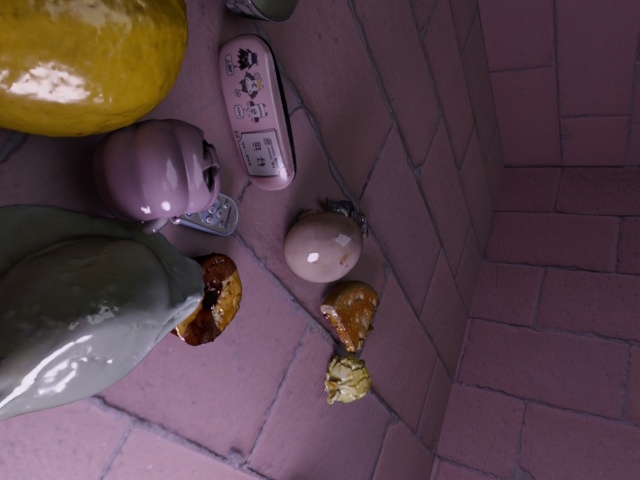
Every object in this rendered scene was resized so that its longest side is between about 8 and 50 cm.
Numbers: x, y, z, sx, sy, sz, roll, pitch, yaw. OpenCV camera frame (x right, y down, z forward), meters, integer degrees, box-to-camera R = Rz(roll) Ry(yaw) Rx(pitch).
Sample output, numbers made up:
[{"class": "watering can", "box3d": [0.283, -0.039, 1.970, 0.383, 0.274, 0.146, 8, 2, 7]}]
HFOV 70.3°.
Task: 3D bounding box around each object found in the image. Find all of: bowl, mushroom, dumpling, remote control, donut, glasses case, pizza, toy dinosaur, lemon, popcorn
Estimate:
[{"class": "bowl", "box3d": [-0.140, -0.530, 0.887, 0.211, 0.112, 0.212, -10, 101, -57]}, {"class": "mushroom", "box3d": [0.000, 0.000, 1.149, 0.204, 0.204, 0.205, -13, 105, -56]}, {"class": "dumpling", "box3d": [-0.319, 0.085, 0.607, 0.320, 0.211, 0.270, -7, 97, -69]}, {"class": "remote control", "box3d": [-0.245, -0.070, 0.851, 0.244, 0.047, 0.087, 27, 75, -56]}, {"class": "donut", "box3d": [-0.232, 0.110, 0.871, 0.184, 0.073, 0.166, -57, 137, -38]}, {"class": "glasses case", "box3d": [-0.127, -0.255, 0.938, 0.075, 0.121, 0.315, -45, 131, -52]}, {"class": "pizza", "box3d": [0.089, 0.236, 1.385, 0.289, 0.081, 0.229, -8, 95, -56]}, {"class": "toy dinosaur", "box3d": [0.080, -0.029, 1.347, 0.294, 0.077, 0.162, 43, 53, -68]}, {"class": "lemon", "box3d": [-0.315, -0.251, 0.522, 0.316, 0.285, 0.286, -39, 129, -20]}, {"class": "popcorn", "box3d": [0.082, 0.413, 1.355, 0.162, 0.135, 0.142, -12, 112, -59]}]

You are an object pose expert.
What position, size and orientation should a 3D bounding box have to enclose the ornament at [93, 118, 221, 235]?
[{"class": "ornament", "box3d": [-0.236, -0.091, 0.673, 0.177, 0.177, 0.178, -13, 105, -56]}]
